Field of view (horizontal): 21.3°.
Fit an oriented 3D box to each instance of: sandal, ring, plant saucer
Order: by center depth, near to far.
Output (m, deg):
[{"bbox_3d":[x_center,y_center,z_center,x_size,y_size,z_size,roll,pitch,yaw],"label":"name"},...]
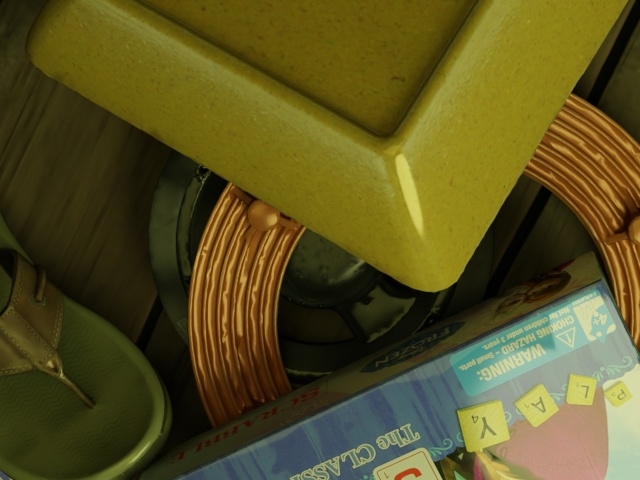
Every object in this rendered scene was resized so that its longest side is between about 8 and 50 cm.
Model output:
[{"bbox_3d":[0.016,-0.189,1.049,0.333,0.081,0.332,30,84,17],"label":"plant saucer"},{"bbox_3d":[0.081,0.055,1.094,0.337,0.032,0.336,0,100,1],"label":"ring"},{"bbox_3d":[-0.220,0.050,1.114,0.120,0.086,0.303,-43,69,-7],"label":"sandal"}]

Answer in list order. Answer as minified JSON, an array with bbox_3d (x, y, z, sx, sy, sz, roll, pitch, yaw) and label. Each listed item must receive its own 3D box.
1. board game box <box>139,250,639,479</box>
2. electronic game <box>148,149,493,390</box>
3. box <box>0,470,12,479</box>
[{"bbox_3d":[0.097,0.216,1.076,0.319,0.066,0.318,-26,103,9],"label":"board game box"},{"bbox_3d":[0.000,0.000,1.131,0.229,0.048,0.229,0,97,3],"label":"electronic game"},{"bbox_3d":[-0.233,0.189,1.172,0.059,0.054,0.169,32,96,7],"label":"box"}]
